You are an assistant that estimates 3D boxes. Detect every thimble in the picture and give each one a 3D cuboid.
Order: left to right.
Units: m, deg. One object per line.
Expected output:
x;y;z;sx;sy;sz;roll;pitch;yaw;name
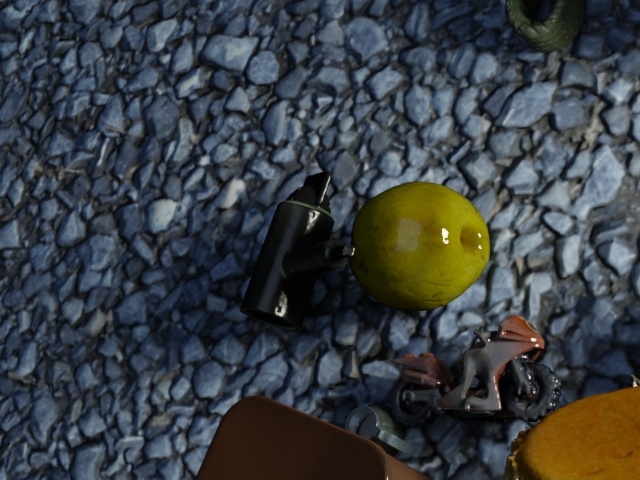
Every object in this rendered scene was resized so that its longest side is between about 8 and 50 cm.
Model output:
0.265;-0.282;2.024;0.084;0.062;0.110;-17;62;26;thimble

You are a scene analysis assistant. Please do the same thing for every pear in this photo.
0.107;0.006;1.949;0.162;0.149;0.148;-3;69;30;pear

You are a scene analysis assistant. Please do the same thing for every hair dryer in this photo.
0.000;0.000;1.996;0.248;0.078;0.195;-12;58;68;hair dryer

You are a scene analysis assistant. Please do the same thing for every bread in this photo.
0.366;0.240;1.629;0.389;0.236;0.183;-4;107;8;bread

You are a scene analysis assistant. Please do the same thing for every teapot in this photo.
0.065;0.219;1.938;0.088;0.057;0.066;24;85;37;teapot

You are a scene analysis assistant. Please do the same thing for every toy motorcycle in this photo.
0.171;0.146;1.892;0.213;0.084;0.118;-8;75;34;toy motorcycle

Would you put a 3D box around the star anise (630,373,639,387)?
0.369;0.209;1.762;0.129;0.056;0.124;16;103;27;star anise

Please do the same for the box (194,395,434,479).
-0.008;0.373;1.798;0.239;0.229;0.339;17;80;43;box
